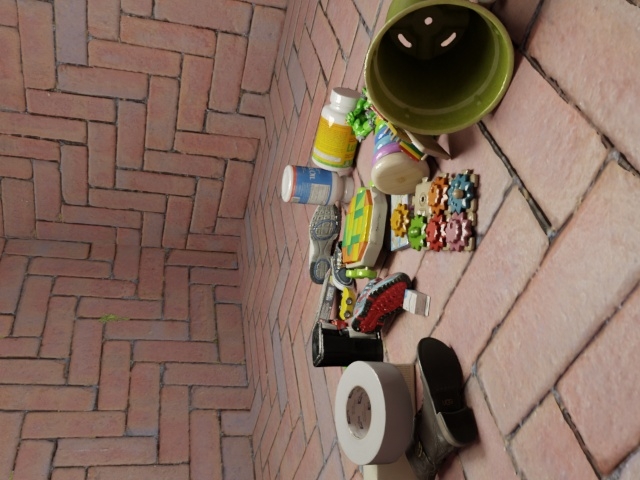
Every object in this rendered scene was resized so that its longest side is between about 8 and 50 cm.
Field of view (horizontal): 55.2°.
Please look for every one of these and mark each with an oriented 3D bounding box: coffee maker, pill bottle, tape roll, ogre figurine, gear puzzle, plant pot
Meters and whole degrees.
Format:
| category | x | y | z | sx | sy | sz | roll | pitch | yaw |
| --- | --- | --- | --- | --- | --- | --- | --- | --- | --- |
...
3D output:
| category | x | y | z | sx | sy | sz | roll | pitch | yaw |
| --- | --- | --- | --- | --- | --- | --- | --- | --- | --- |
| coffee maker | 0.073 | 0.305 | 1.672 | 0.171 | 0.178 | 0.120 | -105 | 24 | -50 |
| pill bottle | 0.061 | -0.358 | 1.969 | 0.136 | 0.136 | 0.246 | -110 | 28 | -55 |
| tape roll | 0.112 | 0.377 | 1.344 | 0.219 | 0.072 | 0.219 | -25 | 62 | 60 |
| ogre figurine | 0.136 | -0.368 | 1.807 | 0.118 | 0.096 | 0.197 | -54 | 46 | 30 |
| pill bottle | -0.008 | -0.177 | 2.011 | 0.124 | 0.221 | 0.124 | -176 | 90 | -74 |
| gear puzzle | 0.236 | -0.062 | 1.382 | 0.339 | 0.044 | 0.176 | 179 | 95 | -69 |
| plant pot | 0.226 | -0.398 | 1.237 | 0.254 | 0.276 | 0.276 | -86 | 11 | -48 |

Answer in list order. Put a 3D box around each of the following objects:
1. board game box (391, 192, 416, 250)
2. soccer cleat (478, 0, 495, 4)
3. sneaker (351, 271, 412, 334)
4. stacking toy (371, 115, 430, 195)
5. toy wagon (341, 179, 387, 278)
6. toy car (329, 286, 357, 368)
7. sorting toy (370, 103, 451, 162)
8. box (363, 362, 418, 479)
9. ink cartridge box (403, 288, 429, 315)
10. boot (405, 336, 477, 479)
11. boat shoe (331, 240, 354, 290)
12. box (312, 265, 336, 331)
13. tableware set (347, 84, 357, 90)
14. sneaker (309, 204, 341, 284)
| category | x | y | z | sx | sy | sz | roll | pitch | yaw |
| --- | --- | --- | --- | --- | --- | --- | --- | --- | --- |
| board game box | 0.212 | -0.056 | 1.559 | 0.103 | 0.026 | 0.154 | 149 | 124 | -71 |
| soccer cleat | 0.329 | -0.547 | 1.224 | 0.076 | 0.068 | 0.196 | 95 | 176 | -73 |
| sneaker | 0.149 | 0.137 | 1.589 | 0.262 | 0.104 | 0.125 | 127 | 156 | -48 |
| stacking toy | 0.194 | -0.281 | 1.534 | 0.141 | 0.141 | 0.330 | 118 | 158 | -55 |
| toy wagon | 0.117 | -0.024 | 1.763 | 0.344 | 0.068 | 0.267 | 159 | 120 | -77 |
| toy car | 0.083 | 0.290 | 1.875 | 0.239 | 0.053 | 0.225 | 110 | 158 | -46 |
| sorting toy | 0.199 | -0.218 | 1.335 | 0.046 | 0.274 | 0.132 | -51 | 62 | 23 |
| box | 0.162 | 0.431 | 1.450 | 0.094 | 0.113 | 0.275 | 139 | 134 | -67 |
| ink cartridge box | 0.226 | 0.147 | 1.447 | 0.083 | 0.028 | 0.048 | -158 | 73 | -73 |
| boot | 0.221 | 0.364 | 1.294 | 0.229 | 0.091 | 0.263 | 114 | 153 | -48 |
| boat shoe | 0.071 | 0.078 | 1.947 | 0.183 | 0.065 | 0.083 | -107 | 24 | -55 |
| box | 0.020 | 0.198 | 2.036 | 0.114 | 0.036 | 0.207 | 118 | 168 | -69 |
| tableware set | 0.086 | -0.422 | 2.078 | 0.194 | 0.039 | 0.128 | 116 | 153 | -53 |
| sneaker | 0.000 | 0.000 | 2.159 | 0.129 | 0.111 | 0.297 | -122 | 40 | -74 |
